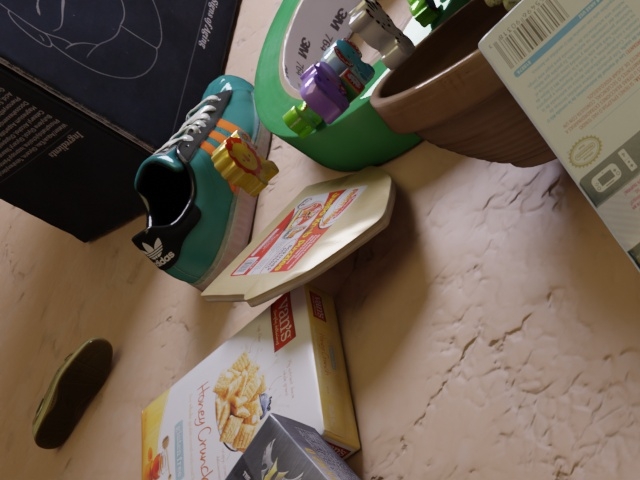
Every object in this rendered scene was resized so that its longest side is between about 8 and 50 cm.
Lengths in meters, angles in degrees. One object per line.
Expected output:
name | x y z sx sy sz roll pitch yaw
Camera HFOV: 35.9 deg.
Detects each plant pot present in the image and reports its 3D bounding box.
plant pot | 0.161 -0.131 0.719 0.237 0.110 0.237 -37 13 10

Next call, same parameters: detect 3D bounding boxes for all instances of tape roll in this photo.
tape roll | 0.063 -0.227 1.001 0.321 0.077 0.321 -34 40 35

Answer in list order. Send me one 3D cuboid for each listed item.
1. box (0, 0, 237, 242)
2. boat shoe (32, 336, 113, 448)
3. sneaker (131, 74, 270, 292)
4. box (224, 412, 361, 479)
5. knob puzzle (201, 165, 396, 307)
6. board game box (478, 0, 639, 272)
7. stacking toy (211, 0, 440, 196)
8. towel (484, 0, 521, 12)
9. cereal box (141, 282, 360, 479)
box | -0.384 -0.334 1.333 0.297 0.472 0.480 -25 45 43
boat shoe | -0.303 0.177 1.192 0.153 0.056 0.048 -62 36 9
sneaker | -0.138 -0.091 1.122 0.108 0.121 0.302 -31 41 37
box | -0.011 0.260 0.677 0.183 0.056 0.231 -56 43 6
knob puzzle | 0.000 0.000 0.904 0.213 0.030 0.213 -32 19 12
board game box | 0.250 -0.054 0.464 0.224 0.097 0.303 -43 59 28
stacking toy | 0.011 -0.134 0.803 0.167 0.052 0.221 -40 8 26
towel | 0.173 -0.197 0.603 0.148 0.027 0.110 -25 19 44
cereal box | -0.073 0.168 0.886 0.240 0.047 0.173 -41 36 26
